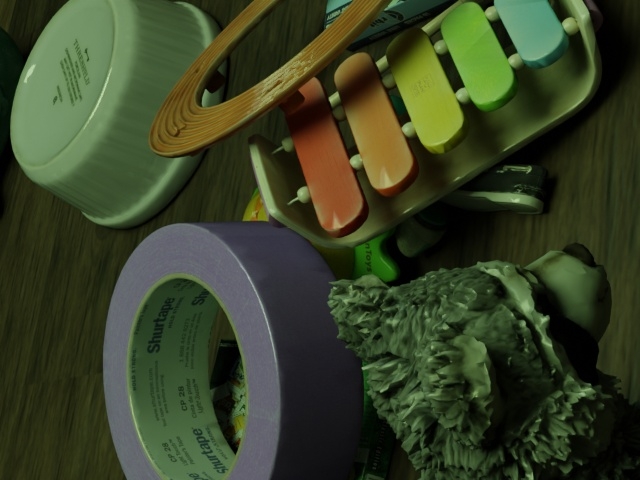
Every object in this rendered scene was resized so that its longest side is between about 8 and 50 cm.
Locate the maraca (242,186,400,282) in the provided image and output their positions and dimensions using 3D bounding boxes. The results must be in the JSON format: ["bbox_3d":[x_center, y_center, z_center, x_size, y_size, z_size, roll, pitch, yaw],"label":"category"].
[{"bbox_3d":[0.000,0.000,1.509,0.186,0.099,0.127,7,111,46],"label":"maraca"}]

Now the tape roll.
[{"bbox_3d":[-0.081,0.120,1.461,0.275,0.090,0.274,6,98,52],"label":"tape roll"}]

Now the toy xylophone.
[{"bbox_3d":[0.083,-0.125,1.417,0.323,0.081,0.236,-37,38,6],"label":"toy xylophone"}]

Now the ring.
[{"bbox_3d":[-0.020,-0.186,1.524,0.337,0.032,0.336,-37,20,16],"label":"ring"}]

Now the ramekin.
[{"bbox_3d":[-0.234,-0.156,1.878,0.273,0.127,0.272,-29,50,42],"label":"ramekin"}]

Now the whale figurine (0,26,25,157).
[{"bbox_3d":[-0.445,-0.157,2.183,0.216,0.141,0.272,-12,87,50],"label":"whale figurine"}]

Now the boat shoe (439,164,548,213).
[{"bbox_3d":[0.136,-0.047,1.402,0.125,0.046,0.038,5,76,50],"label":"boat shoe"}]

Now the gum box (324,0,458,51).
[{"bbox_3d":[0.074,-0.289,1.618,0.157,0.041,0.184,-17,60,48],"label":"gum box"}]

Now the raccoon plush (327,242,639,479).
[{"bbox_3d":[0.108,0.224,1.072,0.216,0.299,0.446,1,73,53],"label":"raccoon plush"}]

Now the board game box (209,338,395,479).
[{"bbox_3d":[-0.023,0.158,1.518,0.260,0.030,0.136,-1,69,53],"label":"board game box"}]

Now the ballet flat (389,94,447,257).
[{"bbox_3d":[0.067,-0.056,1.493,0.052,0.057,0.168,-54,35,38],"label":"ballet flat"}]
